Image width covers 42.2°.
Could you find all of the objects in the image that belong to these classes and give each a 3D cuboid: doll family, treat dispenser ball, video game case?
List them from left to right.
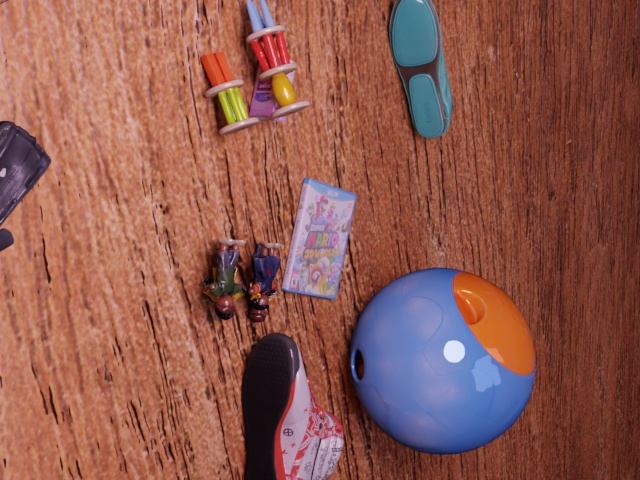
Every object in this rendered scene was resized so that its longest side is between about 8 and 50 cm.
[{"bbox_3d":[-0.098,0.056,1.091,0.193,0.076,0.112,5,89,-54],"label":"doll family"},{"bbox_3d":[0.000,0.000,1.242,0.119,0.015,0.166,14,86,-51],"label":"video game case"},{"bbox_3d":[0.188,0.186,1.294,0.288,0.288,0.288,-13,108,-49],"label":"treat dispenser ball"}]

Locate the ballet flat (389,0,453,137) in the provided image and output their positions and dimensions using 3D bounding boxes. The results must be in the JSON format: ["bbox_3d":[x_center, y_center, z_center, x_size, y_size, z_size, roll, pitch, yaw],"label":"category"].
[{"bbox_3d":[0.165,-0.290,1.347,0.087,0.083,0.247,-64,145,-57],"label":"ballet flat"}]

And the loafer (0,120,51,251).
[{"bbox_3d":[-0.330,-0.009,0.790,0.078,0.076,0.223,41,62,-38],"label":"loafer"}]

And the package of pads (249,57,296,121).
[{"bbox_3d":[-0.063,-0.199,1.096,0.032,0.050,0.083,12,89,-51],"label":"package of pads"}]

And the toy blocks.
[{"bbox_3d":[-0.093,-0.220,1.037,0.123,0.054,0.148,-19,92,-10],"label":"toy blocks"}]

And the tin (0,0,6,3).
[{"bbox_3d":[-0.296,-0.300,0.770,0.190,0.040,0.106,-55,132,-9],"label":"tin"}]

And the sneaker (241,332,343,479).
[{"bbox_3d":[-0.034,0.247,1.196,0.145,0.090,0.270,-14,111,-50],"label":"sneaker"}]
